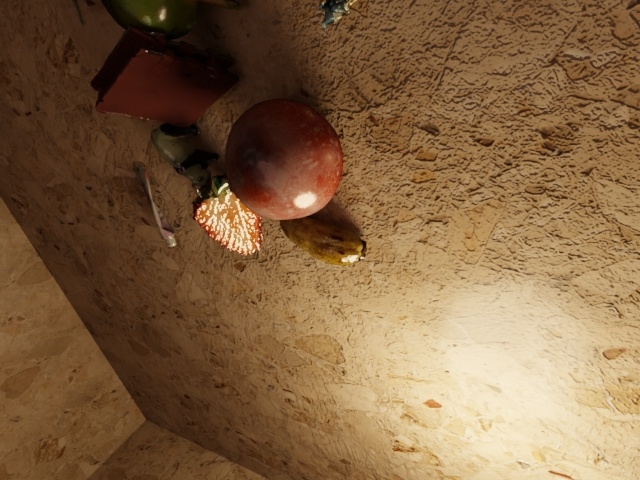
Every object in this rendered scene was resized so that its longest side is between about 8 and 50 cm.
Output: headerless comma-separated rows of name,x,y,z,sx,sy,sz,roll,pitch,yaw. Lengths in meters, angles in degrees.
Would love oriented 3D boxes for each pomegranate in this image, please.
pomegranate,-0.315,-0.537,0.849,0.302,0.236,0.236,13,128,13

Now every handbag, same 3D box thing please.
handbag,-0.372,-0.374,0.967,0.275,0.260,0.084,-18,80,40

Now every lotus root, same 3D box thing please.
lotus root,0.000,0.000,1.078,0.258,0.097,0.110,21,133,27

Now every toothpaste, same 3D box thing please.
toothpaste,-0.584,-0.118,1.447,0.075,0.048,0.301,14,126,63

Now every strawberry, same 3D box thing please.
strawberry,-0.260,-0.085,1.169,0.106,0.188,0.286,-122,9,-47

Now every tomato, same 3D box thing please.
tomato,-0.090,-0.178,0.901,0.270,0.227,0.270,3,96,30

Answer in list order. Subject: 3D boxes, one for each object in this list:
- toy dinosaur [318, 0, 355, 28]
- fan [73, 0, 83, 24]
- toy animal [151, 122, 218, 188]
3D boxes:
toy dinosaur,0.029,-0.445,0.784,0.083,0.030,0.047,-18,106,43
fan,-0.699,-0.702,1.143,0.113,0.005,0.175,16,128,26
toy animal,-0.380,-0.243,1.158,0.094,0.121,0.225,-27,104,44
